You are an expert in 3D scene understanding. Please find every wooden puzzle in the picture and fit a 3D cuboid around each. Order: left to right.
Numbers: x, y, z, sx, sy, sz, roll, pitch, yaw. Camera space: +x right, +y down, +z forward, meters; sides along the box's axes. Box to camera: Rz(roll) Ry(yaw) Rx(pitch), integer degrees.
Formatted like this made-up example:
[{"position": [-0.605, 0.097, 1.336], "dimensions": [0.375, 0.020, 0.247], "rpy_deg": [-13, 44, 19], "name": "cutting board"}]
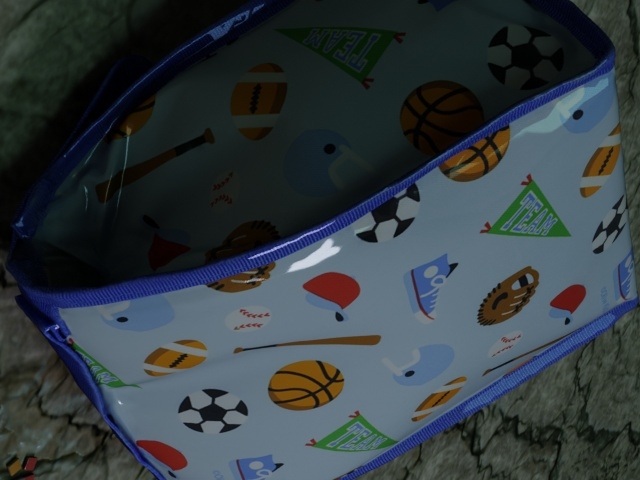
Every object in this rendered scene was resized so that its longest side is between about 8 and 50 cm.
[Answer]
[{"position": [-0.222, 0.191, 1.159], "dimensions": [0.049, 0.006, 0.083], "rpy_deg": [-14, 122, -53], "name": "wooden puzzle"}]

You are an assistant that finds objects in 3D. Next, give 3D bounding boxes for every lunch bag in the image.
[{"position": [0.000, 0.000, 1.140], "dimensions": [0.385, 0.239, 0.328], "rpy_deg": [-34, 144, -7], "name": "lunch bag"}]
